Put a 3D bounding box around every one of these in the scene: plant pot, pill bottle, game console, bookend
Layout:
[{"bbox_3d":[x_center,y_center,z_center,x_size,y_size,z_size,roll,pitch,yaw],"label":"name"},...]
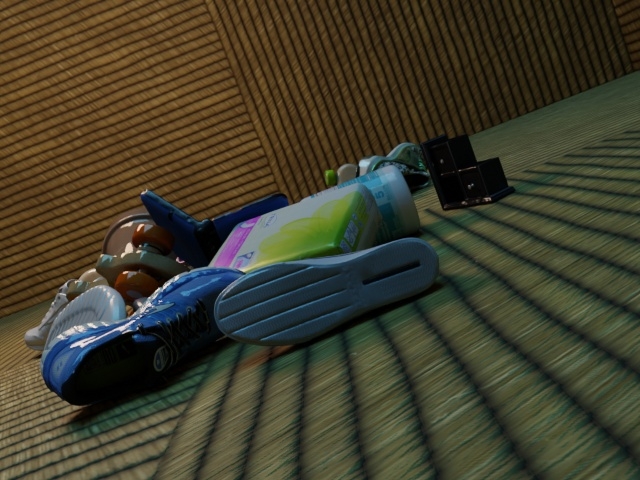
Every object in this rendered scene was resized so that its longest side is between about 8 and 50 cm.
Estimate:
[{"bbox_3d":[-0.470,0.070,1.781,0.263,0.263,0.229,-21,26,2],"label":"plant pot"},{"bbox_3d":[0.053,-0.040,1.306,0.264,0.146,0.146,-22,7,2],"label":"pill bottle"},{"bbox_3d":[-0.205,-0.029,1.400,0.173,0.250,0.293,-52,-19,-20],"label":"game console"},{"bbox_3d":[0.305,-0.153,1.374,0.072,0.156,0.157,-25,9,-27],"label":"bookend"}]

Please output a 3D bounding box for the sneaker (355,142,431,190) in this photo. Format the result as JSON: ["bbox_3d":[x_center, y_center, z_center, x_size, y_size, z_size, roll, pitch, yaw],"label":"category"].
[{"bbox_3d":[0.276,-0.198,2.059,0.182,0.158,0.410,21,29,30],"label":"sneaker"}]

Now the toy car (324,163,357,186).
[{"bbox_3d":[0.094,-0.174,2.250,0.155,0.149,0.188,-10,-6,-7],"label":"toy car"}]

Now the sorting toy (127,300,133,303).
[{"bbox_3d":[-0.418,0.130,1.569,0.274,0.132,0.046,-17,53,48],"label":"sorting toy"}]

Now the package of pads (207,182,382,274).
[{"bbox_3d":[-0.050,0.023,1.137,0.296,0.101,0.229,-17,25,26],"label":"package of pads"}]

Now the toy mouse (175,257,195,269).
[{"bbox_3d":[-0.323,0.069,1.592,0.143,0.031,0.161,-22,49,25],"label":"toy mouse"}]

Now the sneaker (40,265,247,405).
[{"bbox_3d":[-0.227,0.148,0.949,0.330,0.130,0.147,-28,23,-21],"label":"sneaker"}]

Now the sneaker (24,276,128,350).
[{"bbox_3d":[-0.615,0.178,1.615,0.305,0.152,0.114,-20,9,20],"label":"sneaker"}]

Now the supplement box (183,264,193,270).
[{"bbox_3d":[-0.237,0.062,1.642,0.188,0.081,0.104,-16,10,33],"label":"supplement box"}]

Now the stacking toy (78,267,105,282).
[{"bbox_3d":[-0.683,0.147,2.144,0.141,0.141,0.330,-22,3,-3],"label":"stacking toy"}]

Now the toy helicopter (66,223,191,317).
[{"bbox_3d":[-0.400,0.105,1.402,0.355,0.235,0.140,-12,53,32],"label":"toy helicopter"}]

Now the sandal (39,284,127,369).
[{"bbox_3d":[-0.405,0.176,1.187,0.102,0.169,0.416,21,-18,-31],"label":"sandal"}]

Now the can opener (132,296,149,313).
[{"bbox_3d":[-0.324,0.154,1.217,0.074,0.093,0.280,-12,-3,-28],"label":"can opener"}]

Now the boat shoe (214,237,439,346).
[{"bbox_3d":[0.011,0.072,0.876,0.302,0.109,0.094,-13,-9,-4],"label":"boat shoe"}]
